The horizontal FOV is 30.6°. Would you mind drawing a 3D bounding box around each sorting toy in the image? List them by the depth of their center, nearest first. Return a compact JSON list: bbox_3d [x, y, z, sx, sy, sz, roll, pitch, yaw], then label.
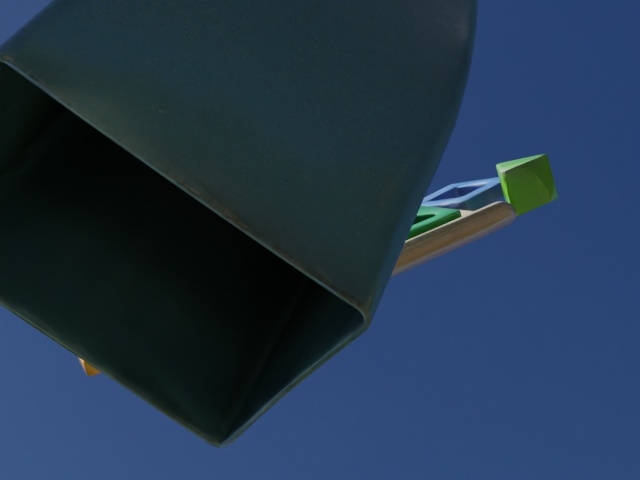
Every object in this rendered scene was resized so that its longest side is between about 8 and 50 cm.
[{"bbox_3d":[0.000,0.000,0.765,0.347,0.196,0.047,-23,-79,-26],"label":"sorting toy"}]

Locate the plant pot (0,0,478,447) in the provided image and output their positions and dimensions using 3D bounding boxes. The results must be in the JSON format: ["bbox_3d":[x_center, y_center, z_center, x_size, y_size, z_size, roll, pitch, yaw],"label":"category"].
[{"bbox_3d":[-0.033,-0.064,0.543,0.166,0.234,0.165,35,-36,-6],"label":"plant pot"}]
